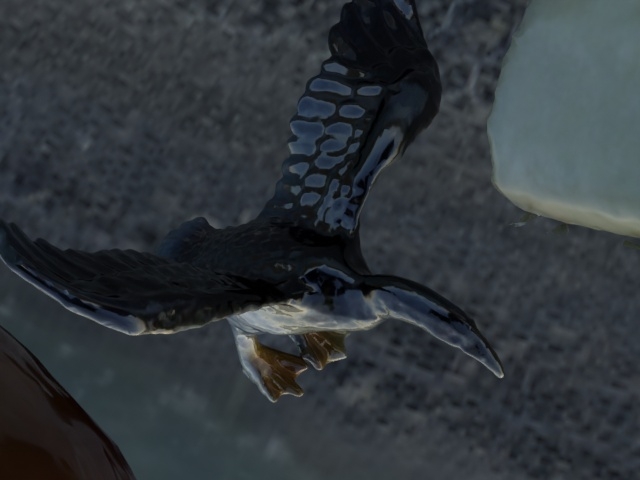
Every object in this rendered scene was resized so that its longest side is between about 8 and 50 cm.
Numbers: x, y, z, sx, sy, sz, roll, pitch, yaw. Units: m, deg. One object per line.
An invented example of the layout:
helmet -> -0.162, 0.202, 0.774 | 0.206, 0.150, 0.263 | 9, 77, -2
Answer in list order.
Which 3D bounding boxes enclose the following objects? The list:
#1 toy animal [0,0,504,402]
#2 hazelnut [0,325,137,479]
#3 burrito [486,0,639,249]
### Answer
toy animal -> 0.002, 0.011, 0.903 | 0.197, 0.272, 0.160 | 38, 149, 9
hazelnut -> -0.204, 0.165, 0.369 | 0.359, 0.409, 0.359 | 35, 166, 10
burrito -> 0.227, -0.044, 0.499 | 0.332, 0.190, 0.135 | 19, 122, 35
